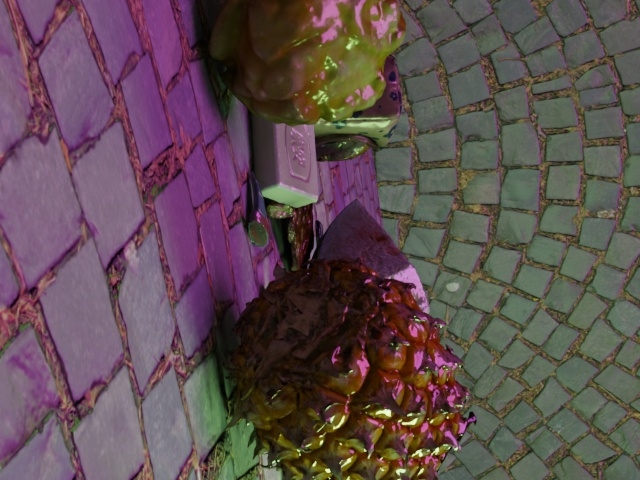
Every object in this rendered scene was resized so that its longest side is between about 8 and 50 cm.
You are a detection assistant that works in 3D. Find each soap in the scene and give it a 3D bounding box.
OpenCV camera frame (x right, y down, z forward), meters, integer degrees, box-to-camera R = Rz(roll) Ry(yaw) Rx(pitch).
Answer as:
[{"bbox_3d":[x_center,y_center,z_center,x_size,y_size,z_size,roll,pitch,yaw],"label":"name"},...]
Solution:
[{"bbox_3d":[-0.066,-0.161,1.727,0.121,0.064,0.183,17,63,-50],"label":"soap"}]

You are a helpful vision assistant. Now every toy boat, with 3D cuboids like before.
[{"bbox_3d":[-0.105,-0.058,1.623,0.096,0.034,0.122,79,7,-54],"label":"toy boat"}]

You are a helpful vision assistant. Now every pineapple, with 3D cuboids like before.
[{"bbox_3d":[0.026,0.197,1.358,0.300,0.353,0.352,54,26,-37],"label":"pineapple"}]

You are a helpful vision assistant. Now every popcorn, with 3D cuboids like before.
[{"bbox_3d":[-0.009,-0.344,1.509,0.292,0.294,0.334,134,-24,-77],"label":"popcorn"}]

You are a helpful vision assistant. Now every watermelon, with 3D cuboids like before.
[{"bbox_3d":[0.094,0.118,1.937,0.228,0.259,0.387,94,4,-55],"label":"watermelon"}]

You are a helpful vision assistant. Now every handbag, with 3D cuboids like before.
[{"bbox_3d":[0.035,-0.285,2.008,0.193,0.252,0.190,101,-14,-66],"label":"handbag"}]

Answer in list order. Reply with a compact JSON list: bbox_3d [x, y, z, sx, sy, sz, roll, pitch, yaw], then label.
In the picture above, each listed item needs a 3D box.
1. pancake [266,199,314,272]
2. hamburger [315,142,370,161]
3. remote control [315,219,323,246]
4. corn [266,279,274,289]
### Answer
[{"bbox_3d":[-0.051,-0.052,1.878,0.257,0.056,0.212,83,13,-49],"label":"pancake"},{"bbox_3d":[0.039,-0.285,2.230,0.288,0.193,0.167,-68,160,-70],"label":"hamburger"},{"bbox_3d":[0.000,0.000,2.259,0.039,0.014,0.096,60,26,-68],"label":"remote control"},{"bbox_3d":[-0.065,0.156,1.599,0.068,0.068,0.207,67,16,-58],"label":"corn"}]
